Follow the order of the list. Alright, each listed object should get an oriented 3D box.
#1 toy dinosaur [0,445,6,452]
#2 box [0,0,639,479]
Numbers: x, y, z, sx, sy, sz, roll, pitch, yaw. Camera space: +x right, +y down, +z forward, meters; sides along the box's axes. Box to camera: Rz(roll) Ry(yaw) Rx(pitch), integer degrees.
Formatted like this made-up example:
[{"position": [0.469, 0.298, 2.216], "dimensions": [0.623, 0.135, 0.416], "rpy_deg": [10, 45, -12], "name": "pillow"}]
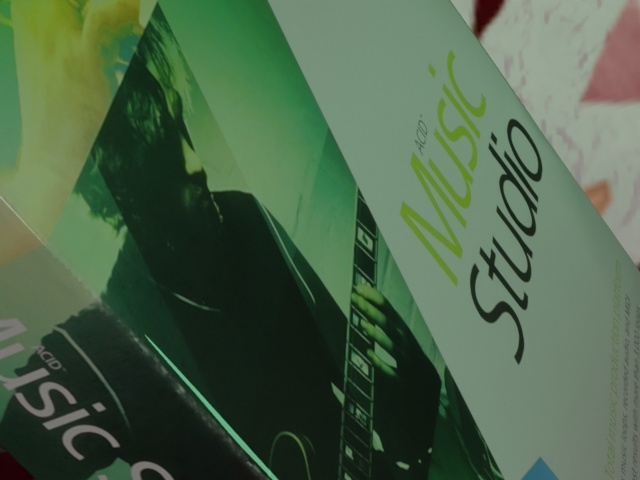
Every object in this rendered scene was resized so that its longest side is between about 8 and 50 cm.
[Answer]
[{"position": [-0.143, 0.076, 0.477], "dimensions": [0.218, 0.164, 0.322], "rpy_deg": [28, 114, -14], "name": "toy dinosaur"}, {"position": [0.000, 0.000, 0.448], "dimensions": [0.058, 0.232, 0.322], "rpy_deg": [-24, 122, 29], "name": "box"}]
